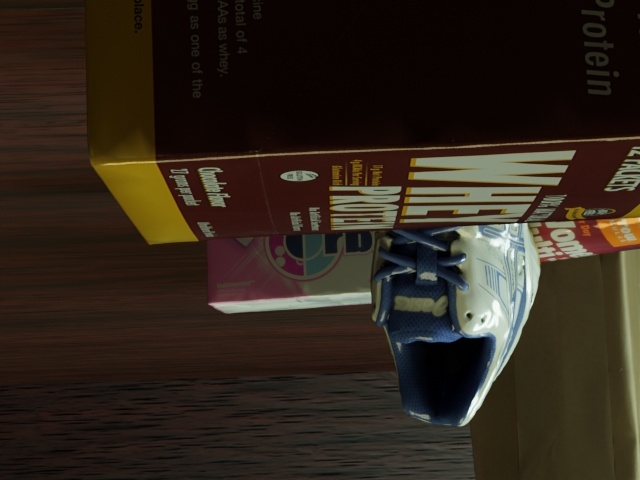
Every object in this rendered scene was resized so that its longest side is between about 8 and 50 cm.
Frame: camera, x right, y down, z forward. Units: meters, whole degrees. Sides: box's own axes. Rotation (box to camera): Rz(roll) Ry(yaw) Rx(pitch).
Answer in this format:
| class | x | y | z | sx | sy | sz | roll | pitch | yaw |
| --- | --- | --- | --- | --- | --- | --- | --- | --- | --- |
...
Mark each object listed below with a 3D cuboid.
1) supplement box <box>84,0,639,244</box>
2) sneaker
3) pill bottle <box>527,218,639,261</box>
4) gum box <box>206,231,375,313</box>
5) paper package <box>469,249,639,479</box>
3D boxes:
| class | x | y | z | sx | sy | sz | roll | pitch | yaw |
| --- | --- | --- | --- | --- | --- | --- | --- | --- | --- |
| supplement box | 0.027 | -0.106 | 0.490 | 0.194 | 0.191 | 0.129 | -3 | 169 | 0 |
| sneaker | 0.080 | -0.005 | 0.894 | 0.111 | 0.131 | 0.296 | 4 | 137 | 21 |
| pill bottle | 0.189 | -0.051 | 0.994 | 0.221 | 0.121 | 0.121 | -9 | 167 | 31 |
| gum box | 0.000 | 0.000 | 1.250 | 0.188 | 0.107 | 0.062 | -4 | 169 | 10 |
| paper package | 0.266 | 0.149 | 1.549 | 0.168 | 0.310 | 0.325 | -6 | 170 | 18 |
